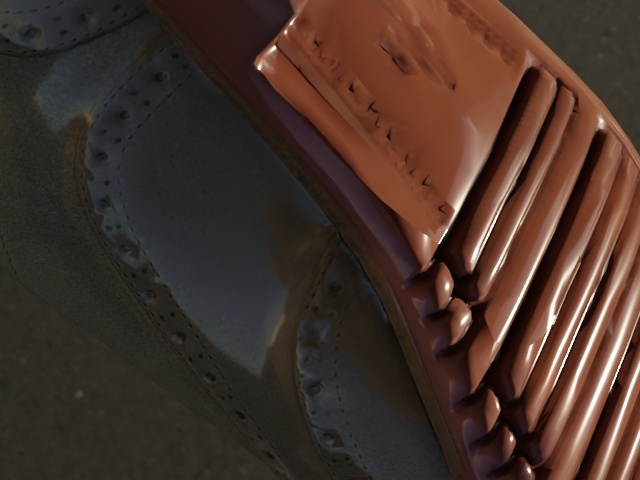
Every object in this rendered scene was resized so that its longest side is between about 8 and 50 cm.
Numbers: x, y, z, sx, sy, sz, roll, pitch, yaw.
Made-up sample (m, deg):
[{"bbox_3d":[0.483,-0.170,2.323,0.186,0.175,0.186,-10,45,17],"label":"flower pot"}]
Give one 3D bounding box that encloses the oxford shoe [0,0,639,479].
[{"bbox_3d":[0.000,0.000,0.456,0.397,0.146,0.140,59,38,-16],"label":"oxford shoe"}]
